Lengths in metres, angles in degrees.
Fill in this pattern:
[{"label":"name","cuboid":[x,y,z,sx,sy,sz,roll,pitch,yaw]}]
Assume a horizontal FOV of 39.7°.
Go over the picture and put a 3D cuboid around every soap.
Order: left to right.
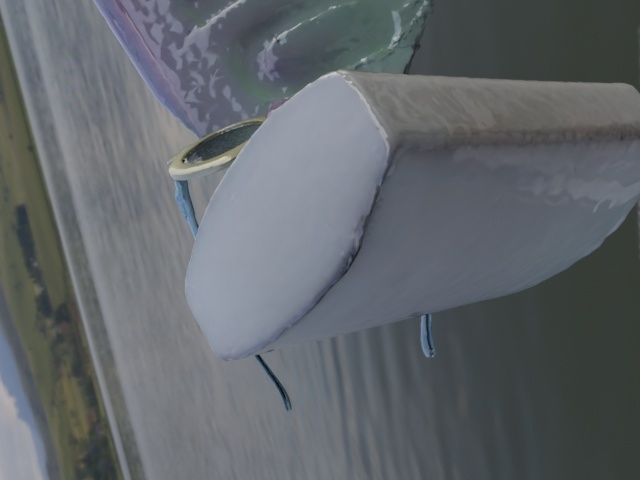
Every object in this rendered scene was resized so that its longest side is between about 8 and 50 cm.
[{"label":"soap","cuboid":[-0.068,-0.246,0.780,0.446,0.261,0.156,60,177,-8]}]

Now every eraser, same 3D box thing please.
[{"label":"eraser","cuboid":[0.073,-0.019,0.522,0.174,0.270,0.094,-50,59,38]}]

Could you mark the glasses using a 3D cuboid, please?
[{"label":"glasses","cuboid":[0.006,0.000,0.642,0.088,0.190,0.220,150,102,-79]}]
